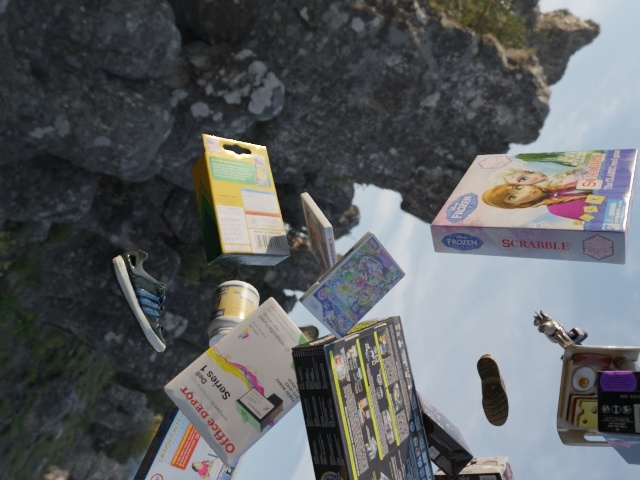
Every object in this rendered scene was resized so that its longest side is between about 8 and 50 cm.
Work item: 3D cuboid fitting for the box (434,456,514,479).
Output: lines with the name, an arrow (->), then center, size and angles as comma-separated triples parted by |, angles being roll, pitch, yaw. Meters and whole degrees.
box -> 0.562, 0.883, 1.836 | 0.247, 0.164, 0.142 | -19, 173, 30

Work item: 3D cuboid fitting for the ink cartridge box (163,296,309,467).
ink cartridge box -> -0.149, 0.286, 1.050 | 0.278, 0.201, 0.117 | -39, 177, -19

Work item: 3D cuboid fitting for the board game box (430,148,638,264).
board game box -> 0.416, -0.078, 0.979 | 0.319, 0.317, 0.066 | -47, 130, -44

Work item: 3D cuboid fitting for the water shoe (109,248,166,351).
water shoe -> -0.330, 0.115, 0.986 | 0.080, 0.203, 0.073 | -27, -171, -26

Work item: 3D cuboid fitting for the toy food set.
toy food set -> 0.810, 0.442, 1.455 | 0.092, 0.219, 0.307 | -100, -169, -80

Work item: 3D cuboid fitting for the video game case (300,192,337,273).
video game case -> 0.000, 0.000, 1.285 | 0.201, 0.023, 0.184 | -124, -160, -56

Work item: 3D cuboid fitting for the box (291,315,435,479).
box -> 0.069, 0.260, 0.732 | 0.060, 0.271, 0.216 | -14, 176, 36

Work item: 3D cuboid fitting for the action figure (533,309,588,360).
action figure -> 0.808, 0.330, 1.709 | 0.099, 0.284, 0.185 | -45, -143, 27

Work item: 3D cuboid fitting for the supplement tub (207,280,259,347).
supplement tub -> -0.267, 0.240, 1.571 | 0.200, 0.144, 0.144 | -90, -156, -46

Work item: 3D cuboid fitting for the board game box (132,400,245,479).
board game box -> -0.412, 0.716, 1.690 | 0.086, 0.301, 0.309 | -9, -130, 53

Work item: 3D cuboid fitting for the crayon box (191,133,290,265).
crayon box -> -0.210, -0.099, 1.314 | 0.083, 0.203, 0.323 | -31, -115, 43

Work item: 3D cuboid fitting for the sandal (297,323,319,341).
sandal -> -0.074, 0.289, 1.492 | 0.049, 0.180, 0.072 | -13, -89, 61

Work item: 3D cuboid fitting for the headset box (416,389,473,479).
headset box -> 0.392, 0.665, 1.794 | 0.110, 0.218, 0.293 | -48, 176, 3

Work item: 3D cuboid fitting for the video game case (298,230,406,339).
video game case -> 0.042, 0.058, 0.638 | 0.122, 0.087, 0.011 | -44, -147, -3

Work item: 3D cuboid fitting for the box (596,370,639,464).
box -> 0.754, 0.414, 1.163 | 0.165, 0.270, 0.144 | -12, -130, 41

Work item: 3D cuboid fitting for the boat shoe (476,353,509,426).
boat shoe -> 0.435, 0.371, 1.279 | 0.060, 0.064, 0.178 | -11, 90, -65
